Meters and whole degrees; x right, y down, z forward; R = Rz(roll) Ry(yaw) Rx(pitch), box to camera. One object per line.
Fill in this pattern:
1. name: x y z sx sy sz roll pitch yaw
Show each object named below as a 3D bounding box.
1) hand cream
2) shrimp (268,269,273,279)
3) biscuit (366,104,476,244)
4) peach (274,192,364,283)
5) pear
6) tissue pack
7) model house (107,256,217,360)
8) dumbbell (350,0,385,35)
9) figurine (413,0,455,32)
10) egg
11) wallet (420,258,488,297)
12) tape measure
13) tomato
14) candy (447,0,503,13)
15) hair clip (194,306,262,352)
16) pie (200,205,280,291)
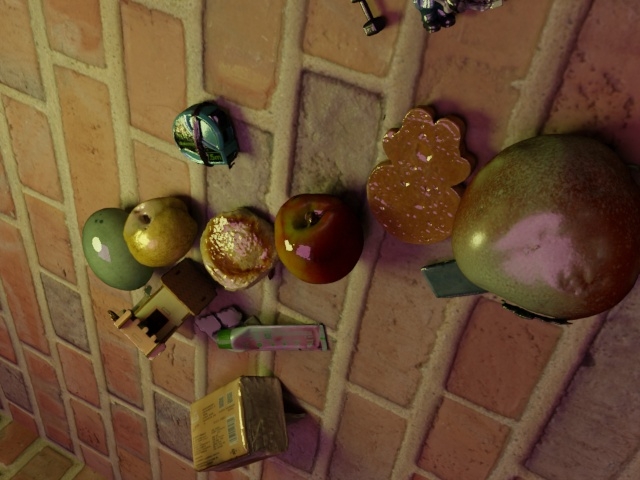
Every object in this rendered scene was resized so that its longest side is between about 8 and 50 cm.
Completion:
1. hand cream: -0.122 0.244 1.626 0.275 0.050 0.079 -3 148 10
2. shrimp: -0.161 0.075 1.582 0.091 0.025 0.127 41 132 -1
3. biscuit: 0.186 -0.114 1.199 0.202 0.044 0.289 20 129 20
4. peach: 0.000 0.000 1.319 0.197 0.197 0.197 18 130 22
5. pear: -0.381 -0.024 1.564 0.178 0.178 0.178 18 130 22
6. tissue pack: -0.207 0.527 1.851 0.238 0.238 0.305 48 134 -6
7. model house: -0.396 0.162 1.664 0.169 0.244 0.326 47 168 -1
8. dumbbell: 0.077 -0.382 1.076 0.036 0.040 0.083 -25 109 11
9. figurine: 0.171 -0.399 0.982 0.086 0.087 0.149 -19 130 2
10. egg: -0.521 0.025 1.682 0.169 0.169 0.236 4 123 31
11. wallet: 0.274 0.074 1.291 0.129 0.026 0.088 -14 118 38
12. tape measure: -0.250 -0.223 1.380 0.125 0.081 0.146 7 125 26
13. tomato: 0.360 -0.009 1.022 0.303 0.239 0.303 16 126 24
14. candy: 0.265 -0.409 0.904 0.094 0.051 0.226 13 138 -28
15. hair clip: -0.243 0.249 1.752 0.220 0.054 0.140 -22 112 45
16. pie: -0.191 0.020 1.506 0.205 0.084 0.179 -40 88 32
